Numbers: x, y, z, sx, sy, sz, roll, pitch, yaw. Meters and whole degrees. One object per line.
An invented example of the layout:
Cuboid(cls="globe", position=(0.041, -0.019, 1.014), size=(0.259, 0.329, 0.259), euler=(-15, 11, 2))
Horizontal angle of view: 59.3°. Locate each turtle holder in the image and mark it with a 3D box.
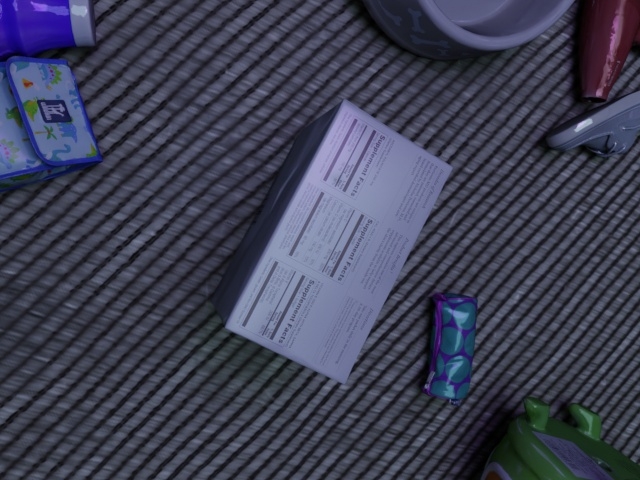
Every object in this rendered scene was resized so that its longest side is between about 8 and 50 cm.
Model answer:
Cuboid(cls="turtle holder", position=(0.360, 0.374, 0.795), size=(0.320, 0.243, 0.227), euler=(12, 108, -54))

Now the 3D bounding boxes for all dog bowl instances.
Cuboid(cls="dog bowl", position=(0.210, -0.403, 0.711), size=(0.349, 0.102, 0.348), euler=(-9, 115, -21))

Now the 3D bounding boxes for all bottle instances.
Cuboid(cls="bottle", position=(-0.397, -0.248, 0.609), size=(0.283, 0.092, 0.118), euler=(-4, 97, -15))

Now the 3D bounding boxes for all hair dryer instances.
Cuboid(cls="hair dryer", position=(0.494, -0.317, 0.854), size=(0.294, 0.080, 0.223), euler=(-42, 103, -9))

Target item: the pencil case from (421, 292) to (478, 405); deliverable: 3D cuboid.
Cuboid(cls="pencil case", position=(0.183, 0.150, 0.799), size=(0.070, 0.065, 0.151), euler=(6, 91, -32))

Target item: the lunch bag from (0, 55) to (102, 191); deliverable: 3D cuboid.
Cuboid(cls="lunch bag", position=(-0.341, -0.130, 0.635), size=(0.151, 0.096, 0.128), euler=(-20, 95, -28))

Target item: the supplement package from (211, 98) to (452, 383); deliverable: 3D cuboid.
Cuboid(cls="supplement package", position=(0.000, 0.000, 0.670), size=(0.145, 0.204, 0.261), euler=(29, 85, -14))

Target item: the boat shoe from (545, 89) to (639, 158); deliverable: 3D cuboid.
Cuboid(cls="boat shoe", position=(0.446, -0.169, 0.848), size=(0.228, 0.079, 0.081), euler=(-24, 94, -16))
